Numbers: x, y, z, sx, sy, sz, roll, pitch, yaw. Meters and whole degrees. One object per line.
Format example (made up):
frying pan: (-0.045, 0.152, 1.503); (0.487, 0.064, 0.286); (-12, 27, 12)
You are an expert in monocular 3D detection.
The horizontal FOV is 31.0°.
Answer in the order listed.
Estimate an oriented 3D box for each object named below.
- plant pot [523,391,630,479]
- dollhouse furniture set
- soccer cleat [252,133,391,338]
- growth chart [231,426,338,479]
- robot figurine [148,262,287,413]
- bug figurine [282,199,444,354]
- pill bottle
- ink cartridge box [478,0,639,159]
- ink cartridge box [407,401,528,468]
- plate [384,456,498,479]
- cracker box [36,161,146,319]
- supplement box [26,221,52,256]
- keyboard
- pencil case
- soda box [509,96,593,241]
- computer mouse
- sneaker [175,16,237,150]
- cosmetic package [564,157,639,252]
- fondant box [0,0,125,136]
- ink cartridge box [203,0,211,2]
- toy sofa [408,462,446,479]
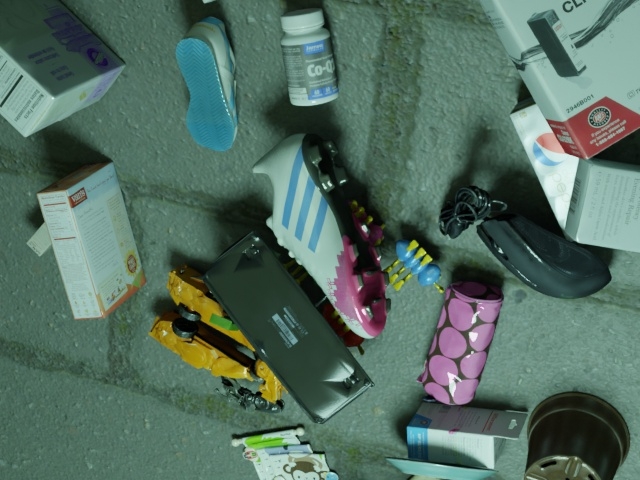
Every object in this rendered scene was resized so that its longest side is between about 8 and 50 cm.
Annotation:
plant pot: (0.396, 0.350, 1.817); (0.167, 0.165, 0.167); (7, 113, 17)
dollhouse furniture set: (-0.132, 0.071, 1.891); (0.076, 0.058, 0.152); (23, 88, 16)
soccer cleat: (0.000, 0.000, 1.779); (0.143, 0.116, 0.331); (-19, 90, 29)
growth chart: (-0.042, 0.442, 2.102); (0.172, 0.021, 0.237); (-19, 104, 25)
robot figurine: (-0.146, 0.167, 1.983); (0.291, 0.085, 0.211); (29, 119, 12)
bug figurine: (0.063, 0.052, 1.873); (0.216, 0.072, 0.279); (50, 124, 3)
pill bottle: (-0.019, -0.281, 1.762); (0.078, 0.078, 0.137); (-2, 111, 21)
ink cartridge box: (0.362, -0.278, 1.564); (0.197, 0.114, 0.273); (-32, 98, 3)
ink cartridge box: (0.242, 0.320, 1.894); (0.181, 0.104, 0.062); (3, 107, 20)
plate: (0.198, 0.378, 1.899); (0.188, 0.188, 0.024); (4, 81, 19)
cracker box: (-0.387, -0.001, 1.972); (0.067, 0.156, 0.232); (-4, 109, 23)
supplement box: (-0.469, -0.023, 2.047); (0.036, 0.062, 0.098); (45, 118, -3)
keyboard: (-0.024, 0.116, 1.846); (0.201, 0.033, 0.317); (-37, 90, 7)
pencil case: (0.223, 0.161, 1.850); (0.098, 0.095, 0.209); (27, 117, 26)
soda box: (0.358, -0.112, 1.696); (0.074, 0.069, 0.216); (-21, 102, 26)
computer mouse: (0.302, 0.022, 1.730); (0.272, 0.188, 0.072); (27, 75, -1)
sneaker: (-0.167, -0.243, 1.834); (0.087, 0.092, 0.229); (10, 134, 14)
cosmetic package: (0.471, -0.042, 1.626); (0.231, 0.085, 0.117); (8, 103, -2)
fondant box: (-0.501, -0.336, 1.830); (0.330, 0.238, 0.096); (45, 118, -2)
ink cartridge box: (-0.130, -0.439, 1.747); (0.150, 0.063, 0.109); (-19, 103, 26)
toy sofa: (0.121, 0.523, 1.881); (0.177, 0.362, 0.150); (38, 120, -4)
